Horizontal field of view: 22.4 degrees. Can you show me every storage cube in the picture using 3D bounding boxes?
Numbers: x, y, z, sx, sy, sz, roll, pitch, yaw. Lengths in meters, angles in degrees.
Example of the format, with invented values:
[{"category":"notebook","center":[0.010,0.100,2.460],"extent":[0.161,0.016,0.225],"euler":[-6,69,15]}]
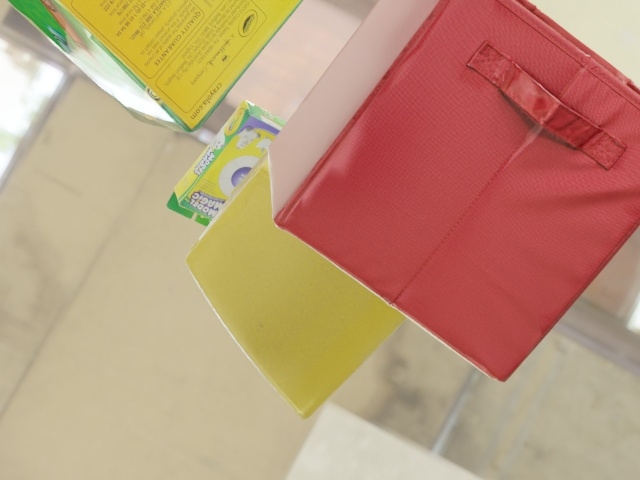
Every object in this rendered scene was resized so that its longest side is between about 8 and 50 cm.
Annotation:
[{"category":"storage cube","center":[0.093,-0.060,1.033],"extent":[0.193,0.183,0.215],"euler":[-52,13,13]}]

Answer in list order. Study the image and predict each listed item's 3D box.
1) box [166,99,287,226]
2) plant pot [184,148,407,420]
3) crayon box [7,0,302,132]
[{"category":"box","center":[-0.106,-0.083,2.052],"extent":[0.179,0.105,0.043],"euler":[-49,36,22]},{"category":"plant pot","center":[0.000,0.000,1.539],"extent":[0.212,0.187,0.212],"euler":[-47,7,35]},{"category":"crayon box","center":[-0.042,-0.208,0.742],"extent":[0.278,0.165,0.081],"euler":[-51,26,-9]}]
